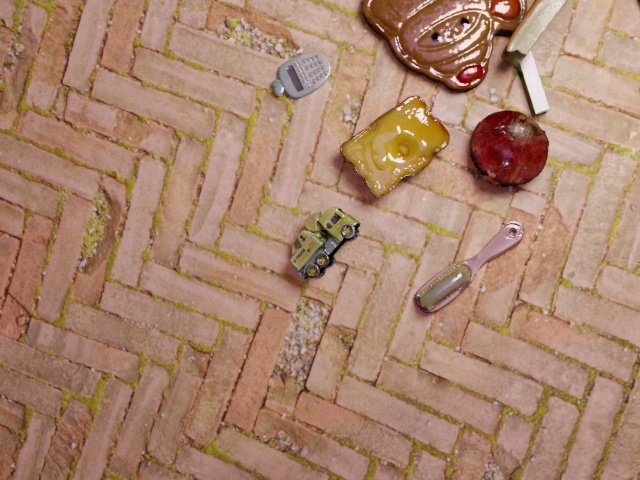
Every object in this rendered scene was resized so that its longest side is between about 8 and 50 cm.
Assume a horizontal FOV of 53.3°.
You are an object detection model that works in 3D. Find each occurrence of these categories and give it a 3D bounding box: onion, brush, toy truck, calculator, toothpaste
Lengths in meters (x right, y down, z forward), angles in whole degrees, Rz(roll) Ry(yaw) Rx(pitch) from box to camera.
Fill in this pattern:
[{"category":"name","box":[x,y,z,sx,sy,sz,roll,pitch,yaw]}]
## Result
[{"category":"onion","box":[0.429,-0.213,1.439,0.184,0.147,0.184,-1,79,4]},{"category":"brush","box":[0.355,0.065,1.505,0.313,0.067,0.072,-38,87,6]},{"category":"toy truck","box":[0.000,0.000,1.540,0.116,0.085,0.191,42,99,9]},{"category":"calculator","box":[-0.047,-0.401,1.555,0.153,0.021,0.095,-26,89,8]},{"category":"toothpaste","box":[0.483,-0.376,1.474,0.037,0.043,0.178,-18,90,11]}]

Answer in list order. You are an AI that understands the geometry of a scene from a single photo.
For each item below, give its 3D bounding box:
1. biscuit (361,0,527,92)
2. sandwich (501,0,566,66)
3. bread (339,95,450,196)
[{"category":"biscuit","box":[0.292,-0.534,1.484,0.359,0.074,0.381,-23,87,10]},{"category":"sandwich","box":[0.474,-0.482,1.396,0.063,0.245,0.212,38,113,7]},{"category":"bread","box":[0.178,-0.221,1.504,0.233,0.088,0.161,-35,93,5]}]
